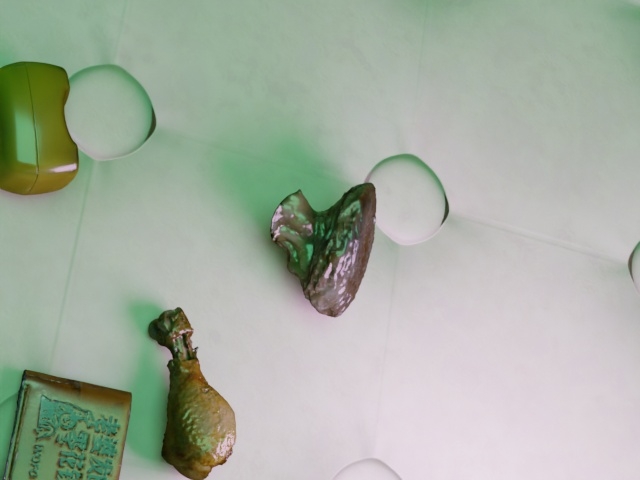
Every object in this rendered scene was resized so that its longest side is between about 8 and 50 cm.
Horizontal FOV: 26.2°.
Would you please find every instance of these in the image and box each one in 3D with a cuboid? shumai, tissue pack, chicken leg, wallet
[{"bbox_3d":[0.000,0.000,2.057,0.153,0.161,0.210,17,90,5],"label":"shumai"},{"bbox_3d":[-0.414,-0.156,1.919,0.127,0.123,0.178,-3,76,-29],"label":"tissue pack"},{"bbox_3d":[-0.185,0.212,1.932,0.107,0.087,0.252,-4,69,-36],"label":"chicken leg"},{"bbox_3d":[-0.341,0.284,1.861,0.161,0.042,0.196,15,69,-19],"label":"wallet"}]
